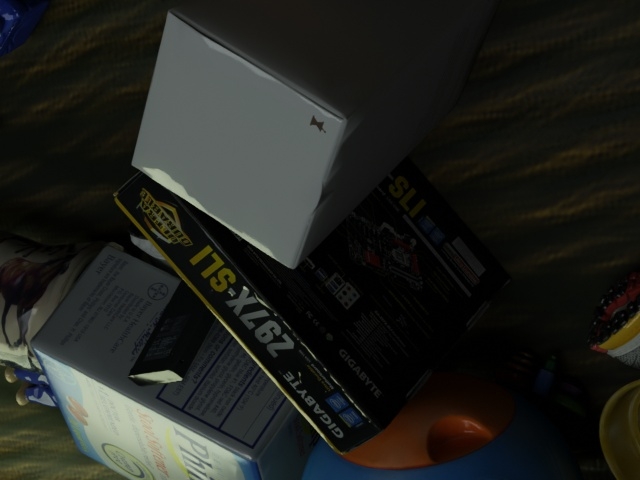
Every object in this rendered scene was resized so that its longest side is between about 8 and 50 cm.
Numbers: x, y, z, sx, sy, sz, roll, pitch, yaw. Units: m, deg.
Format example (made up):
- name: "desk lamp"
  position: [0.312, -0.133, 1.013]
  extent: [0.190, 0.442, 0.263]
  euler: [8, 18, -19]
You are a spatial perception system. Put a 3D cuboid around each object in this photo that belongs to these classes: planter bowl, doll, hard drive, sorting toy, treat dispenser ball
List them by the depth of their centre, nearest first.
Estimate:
- name: "planter bowl"
  position: [0.375, 0.182, 1.530]
  extent: [0.217, 0.090, 0.217]
  euler: [24, 139, 22]
- name: "treat dispenser ball"
  position: [0.121, 0.273, 1.639]
  extent: [0.288, 0.288, 0.288]
  euler: [20, 132, 24]
- name: "sorting toy"
  position: [0.225, 0.139, 1.656]
  extent: [0.102, 0.042, 0.061]
  euler: [23, 169, 9]
- name: "hard drive"
  position: [-0.137, 0.084, 1.684]
  extent: [0.022, 0.135, 0.094]
  euler: [39, 153, -23]
- name: "doll"
  position: [-0.316, 0.178, 2.090]
  extent: [0.189, 0.046, 0.129]
  euler: [1, 123, 37]

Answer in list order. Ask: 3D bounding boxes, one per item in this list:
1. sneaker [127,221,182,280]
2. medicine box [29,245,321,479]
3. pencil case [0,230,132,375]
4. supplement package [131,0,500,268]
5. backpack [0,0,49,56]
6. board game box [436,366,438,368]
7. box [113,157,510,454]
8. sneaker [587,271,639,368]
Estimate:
- name: "sneaker"
  position: [-0.079, 0.016, 1.762]
  extent: [0.271, 0.100, 0.108]
  euler: [10, 136, 39]
- name: "medicine box"
  position: [-0.140, 0.181, 1.831]
  extent: [0.289, 0.149, 0.263]
  euler: [25, 153, 20]
- name: "pencil case"
  position: [-0.413, 0.048, 1.974]
  extent: [0.410, 0.160, 0.183]
  euler: [11, 86, 28]
- name: "supplement package"
  position: [0.003, -0.151, 1.417]
  extent: [0.175, 0.293, 0.177]
  euler: [33, 135, 12]
- name: "backpack"
  position: [-0.363, -0.262, 1.754]
  extent: [0.120, 0.101, 0.098]
  euler: [47, 130, 3]
- name: "board game box"
  position: [0.053, 0.111, 1.684]
  extent: [0.026, 0.154, 0.103]
  euler: [45, 146, 42]
- name: "box"
  position: [0.000, 0.000, 1.561]
  extent: [0.322, 0.257, 0.079]
  euler: [49, 137, -5]
- name: "sneaker"
  position: [0.340, 0.046, 1.479]
  extent: [0.092, 0.088, 0.225]
  euler: [31, 139, -15]
